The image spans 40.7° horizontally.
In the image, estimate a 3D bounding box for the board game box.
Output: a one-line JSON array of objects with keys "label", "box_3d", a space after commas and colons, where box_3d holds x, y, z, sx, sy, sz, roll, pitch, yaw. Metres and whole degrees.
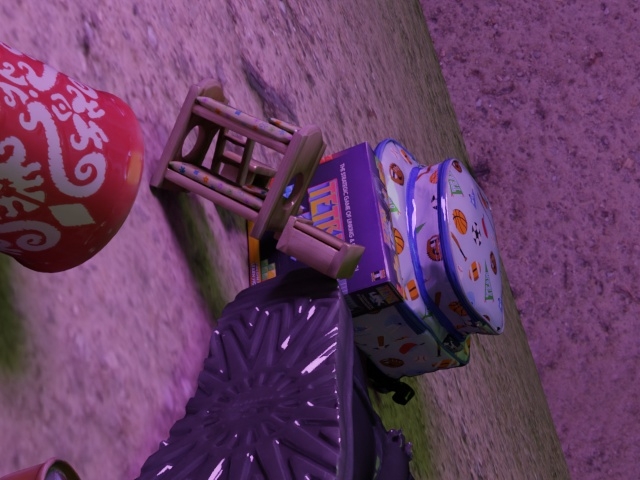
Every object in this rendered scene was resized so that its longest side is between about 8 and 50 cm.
[{"label": "board game box", "box_3d": [0.000, 0.000, 0.846, 0.048, 0.141, 0.170, 48, 28, -49]}]

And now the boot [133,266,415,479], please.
[{"label": "boot", "box_3d": [0.029, 0.297, 0.665, 0.367, 0.146, 0.445, -67, 141, -56]}]

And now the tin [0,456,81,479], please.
[{"label": "tin", "box_3d": [-0.123, 0.189, 0.391, 0.190, 0.040, 0.106, -111, -178, -50]}]

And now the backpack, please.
[{"label": "backpack", "box_3d": [0.090, 0.016, 1.010, 0.263, 0.213, 0.276, 33, 43, -45]}]

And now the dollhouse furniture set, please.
[{"label": "dollhouse furniture set", "box_3d": [-0.018, -0.052, 0.752, 0.101, 0.182, 0.161, -66, 161, 7]}]

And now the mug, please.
[{"label": "mug", "box_3d": [-0.202, -0.062, 0.446, 0.169, 0.150, 0.113, 29, 81, -57]}]
